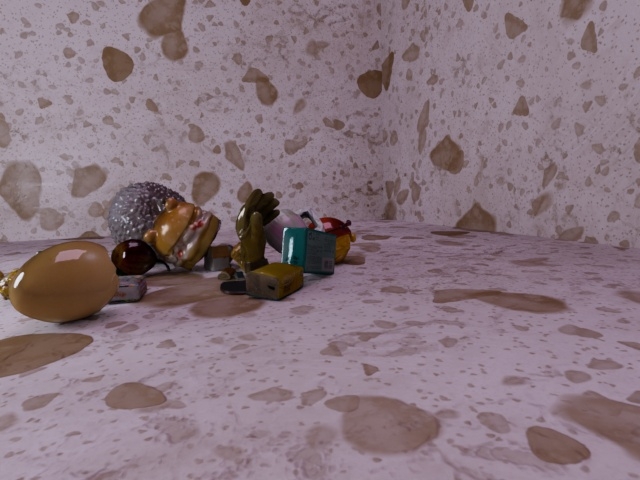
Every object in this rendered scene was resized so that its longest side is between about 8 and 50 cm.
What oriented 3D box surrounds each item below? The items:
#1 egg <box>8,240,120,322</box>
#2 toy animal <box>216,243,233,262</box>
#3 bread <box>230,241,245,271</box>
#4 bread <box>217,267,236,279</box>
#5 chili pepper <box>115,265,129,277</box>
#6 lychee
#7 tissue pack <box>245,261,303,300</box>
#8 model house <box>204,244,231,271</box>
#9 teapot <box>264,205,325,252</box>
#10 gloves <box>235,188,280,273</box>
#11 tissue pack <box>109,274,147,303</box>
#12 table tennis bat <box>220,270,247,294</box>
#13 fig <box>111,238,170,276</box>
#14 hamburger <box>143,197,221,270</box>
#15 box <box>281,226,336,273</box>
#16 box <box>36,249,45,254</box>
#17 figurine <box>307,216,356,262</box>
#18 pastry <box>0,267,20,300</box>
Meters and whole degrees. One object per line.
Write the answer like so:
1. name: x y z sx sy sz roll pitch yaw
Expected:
1. egg: -0.648 0.107 1.058 0.201 0.201 0.244 3 17 35
2. toy animal: -0.432 0.065 1.822 0.137 0.098 0.098 -23 -4 30
3. bread: -0.310 0.059 1.707 0.083 0.114 0.211 -44 13 -4
4. bread: -0.343 0.122 1.527 0.047 0.036 0.083 0 10 5
5. chili pepper: -0.720 0.112 1.411 0.098 0.061 0.224 27 0 17
6. lychee: -0.785 -0.082 1.919 0.380 0.380 0.432 -8 -15 -42
7. tissue pack: -0.137 0.121 1.273 0.120 0.082 0.169 8 11 22
8. model house: -0.429 0.068 1.717 0.087 0.100 0.100 -8 9 -40
9. teapot: -0.098 -0.022 1.648 0.221 0.163 0.178 -16 47 -41
10. gloves: -0.237 -0.028 1.522 0.141 0.331 0.154 10 18 28
11. tissue pack: -0.604 0.148 1.281 0.108 0.060 0.148 -5 7 -13
12. table tennis bat: -0.264 0.143 1.405 0.154 0.021 0.274 -2 9 -17
13. fig: -0.705 0.064 1.613 0.202 0.148 0.149 -14 -9 -21
14. hamburger: -0.568 -0.033 1.681 0.237 0.276 0.276 32 -11 -28
15. box: -0.036 0.040 1.459 0.092 0.153 0.245 2 -5 27
16. box: -0.893 0.095 1.493 0.081 0.135 0.199 5 11 42
17. figurine: -0.002 -0.005 1.799 0.323 0.196 0.320 3 14 34
18. pastry: -0.885 0.128 1.328 0.250 0.102 0.154 -2 18 -23
